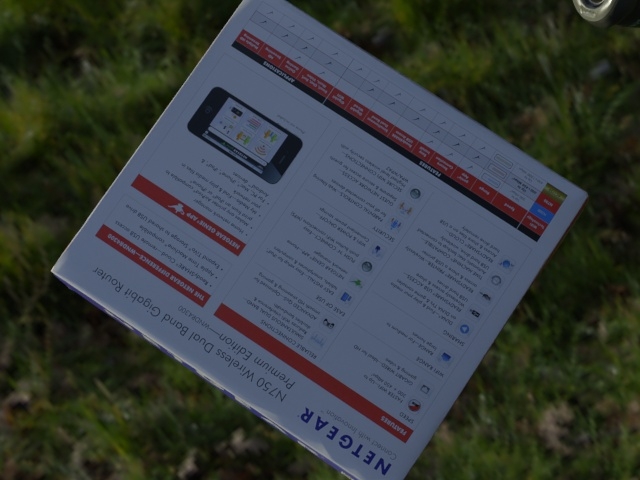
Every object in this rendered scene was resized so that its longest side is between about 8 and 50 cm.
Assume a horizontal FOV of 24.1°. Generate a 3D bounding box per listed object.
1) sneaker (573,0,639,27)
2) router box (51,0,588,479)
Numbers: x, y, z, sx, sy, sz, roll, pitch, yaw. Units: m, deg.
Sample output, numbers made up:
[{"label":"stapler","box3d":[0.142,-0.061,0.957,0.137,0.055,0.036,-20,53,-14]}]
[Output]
[{"label":"sneaker","box3d":[0.315,-0.322,1.376,0.101,0.106,0.267,42,120,53]},{"label":"router box","box3d":[0.000,0.000,1.251,0.301,0.335,0.082,-55,-6,-8]}]
